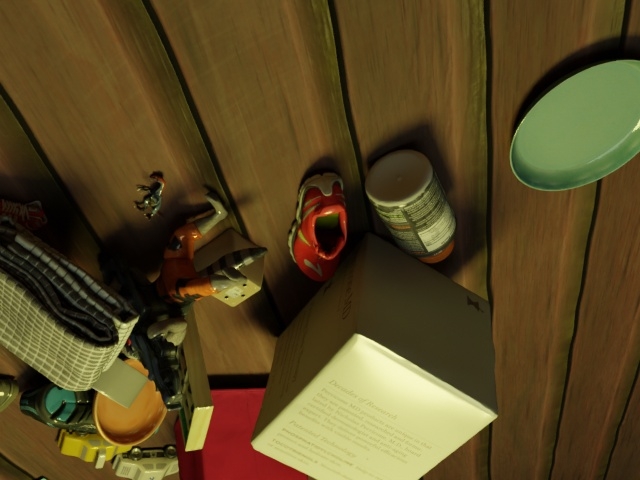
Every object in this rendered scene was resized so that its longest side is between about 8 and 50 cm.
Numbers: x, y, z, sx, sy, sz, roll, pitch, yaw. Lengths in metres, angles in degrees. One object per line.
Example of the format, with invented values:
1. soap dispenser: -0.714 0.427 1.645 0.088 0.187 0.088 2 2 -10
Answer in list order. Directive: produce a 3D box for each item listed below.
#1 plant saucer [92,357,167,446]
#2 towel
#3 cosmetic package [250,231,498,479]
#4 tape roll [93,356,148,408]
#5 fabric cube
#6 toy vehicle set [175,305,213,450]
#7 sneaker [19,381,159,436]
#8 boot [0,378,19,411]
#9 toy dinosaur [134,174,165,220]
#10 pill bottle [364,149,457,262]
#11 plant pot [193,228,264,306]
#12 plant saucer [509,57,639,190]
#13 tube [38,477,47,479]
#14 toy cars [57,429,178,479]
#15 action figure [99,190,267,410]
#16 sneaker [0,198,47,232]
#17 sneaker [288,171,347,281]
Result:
1. plant saucer: -0.420 0.351 1.678 0.037 0.200 0.200 6 159 41
2. towel: -0.460 0.116 1.264 0.284 0.121 0.235 37 143 -2
3. cosmetic package: 0.112 0.271 1.576 0.327 0.329 0.393 30 124 -13
4. tape roll: -0.445 0.239 1.485 0.072 0.219 0.219 -58 142 -16
5. fabric cube: -0.197 0.527 1.856 0.259 0.258 0.254 2 145 -24
6. toy vehicle set: -0.269 0.267 1.545 0.035 0.266 0.166 -2 137 -21
7. sneaker: -0.509 0.374 1.724 0.140 0.125 0.341 -10 154 37
8. boot: -0.760 0.322 1.569 0.189 0.076 0.208 -48 141 12
9. toy dinosaur: -0.289 -0.079 1.327 0.082 0.047 0.090 -48 168 18
10. pill bottle: 0.184 -0.052 1.455 0.130 0.130 0.245 -26 141 9
11. plant pot: -0.172 0.061 1.475 0.109 0.096 0.109 -34 139 17
12. plant saucer: 0.503 -0.222 1.450 0.318 0.043 0.317 -11 141 -9
13. tube: -0.800 0.685 2.004 0.207 0.052 0.080 -25 146 0
14. toy cars: -0.494 0.553 1.935 0.176 0.087 0.393 -28 140 12
15. action figure: -0.244 0.128 1.359 0.330 0.341 0.179 -43 148 25
16. sneaker: -0.503 -0.050 1.256 0.067 0.042 0.118 -23 149 12
17. sneaker: 0.000 0.000 1.452 0.107 0.118 0.279 -10 140 -9
